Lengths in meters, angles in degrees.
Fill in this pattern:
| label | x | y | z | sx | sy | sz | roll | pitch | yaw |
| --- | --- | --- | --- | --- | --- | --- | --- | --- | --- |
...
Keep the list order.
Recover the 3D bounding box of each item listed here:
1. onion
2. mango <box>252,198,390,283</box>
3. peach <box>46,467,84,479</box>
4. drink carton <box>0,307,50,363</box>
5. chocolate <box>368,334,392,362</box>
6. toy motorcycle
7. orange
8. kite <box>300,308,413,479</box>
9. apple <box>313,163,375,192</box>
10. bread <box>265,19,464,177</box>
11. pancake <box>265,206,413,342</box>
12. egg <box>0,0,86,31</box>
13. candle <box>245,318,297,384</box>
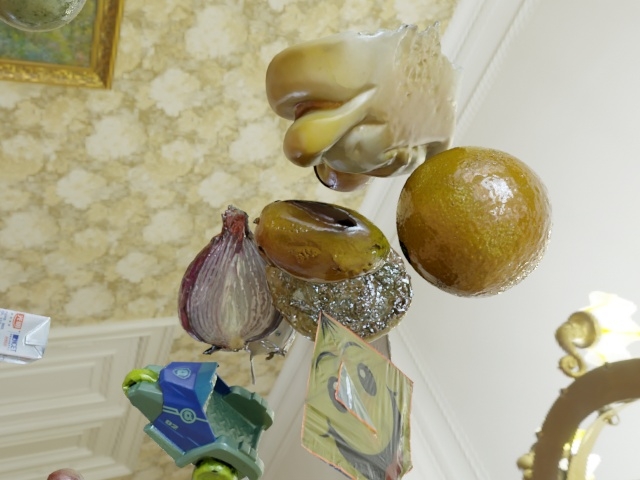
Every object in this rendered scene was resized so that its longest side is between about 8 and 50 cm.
| label | x | y | z | sx | sy | sz | roll | pitch | yaw |
| --- | --- | --- | --- | --- | --- | --- | --- | --- | --- |
| onion | -0.229 | 0.089 | 1.629 | 0.159 | 0.267 | 0.348 | 3 | -89 | 53 |
| mango | 0.000 | 0.000 | 1.168 | 0.249 | 0.156 | 0.151 | 7 | -70 | 25 |
| peach | -0.532 | 0.513 | 1.389 | 0.083 | 0.083 | 0.083 | 5 | -84 | 60 |
| drink carton | -0.785 | 0.199 | 1.505 | 0.130 | 0.315 | 0.106 | -21 | -122 | 51 |
| chocolate | 0.107 | 0.277 | 1.748 | 0.083 | 0.161 | 0.261 | 9 | -65 | 40 |
| toy motorcycle | -0.240 | 0.354 | 1.389 | 0.200 | 0.326 | 0.191 | -33 | -156 | 24 |
| orange | 0.264 | -0.036 | 1.173 | 0.274 | 0.274 | 0.274 | 5 | -84 | 60 |
| kite | 0.068 | 0.269 | 1.163 | 0.013 | 0.377 | 0.327 | -31 | -100 | 33 |
| apple | 0.067 | -0.261 | 1.985 | 0.237 | 0.208 | 0.236 | 173 | -90 | -78 |
| bread | 0.104 | -0.248 | 1.243 | 0.329 | 0.424 | 0.245 | -27 | -107 | 37 |
| pancake | 0.038 | 0.081 | 1.553 | 0.065 | 0.356 | 0.356 | 119 | -40 | -61 |
| egg | -0.462 | -0.456 | 1.100 | 0.228 | 0.177 | 0.177 | -60 | -141 | 16 |
| candle | -0.144 | 0.225 | 1.842 | 0.187 | 0.187 | 0.330 | 6 | -115 | 60 |
